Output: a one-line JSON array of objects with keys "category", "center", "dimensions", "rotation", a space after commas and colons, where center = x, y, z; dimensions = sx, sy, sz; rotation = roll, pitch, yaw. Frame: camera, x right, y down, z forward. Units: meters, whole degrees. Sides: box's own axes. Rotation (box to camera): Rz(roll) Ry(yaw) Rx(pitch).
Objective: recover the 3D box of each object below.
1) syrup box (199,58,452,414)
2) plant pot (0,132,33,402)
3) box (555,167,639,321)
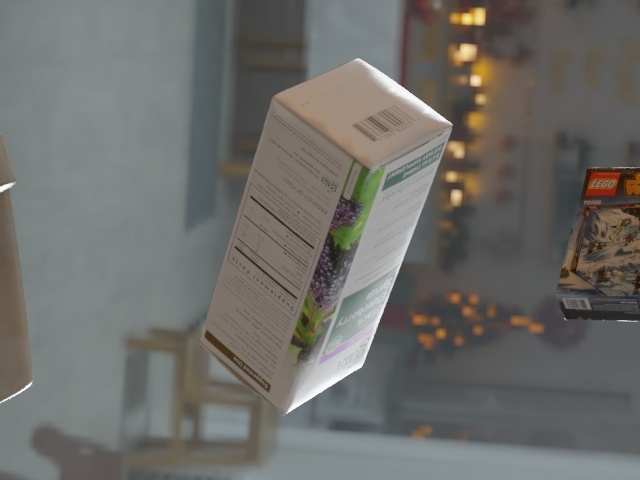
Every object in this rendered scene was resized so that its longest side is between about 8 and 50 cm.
[{"category": "syrup box", "center": [0.000, 0.000, 1.389], "dimensions": [0.093, 0.096, 0.237], "rotation": [-28, 147, -43]}, {"category": "plant pot", "center": [-0.453, 0.063, 2.172], "dimensions": [0.323, 0.323, 0.280], "rotation": [-46, 115, -78]}, {"category": "box", "center": [0.207, 0.002, 1.100], "dimensions": [0.027, 0.137, 0.094], "rotation": [62, 38, -46]}]
